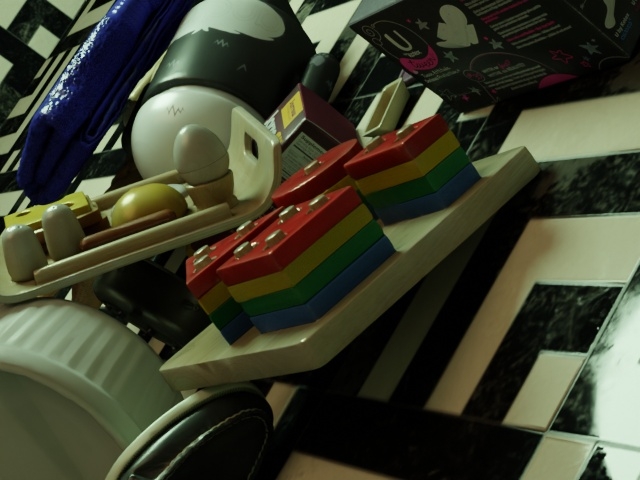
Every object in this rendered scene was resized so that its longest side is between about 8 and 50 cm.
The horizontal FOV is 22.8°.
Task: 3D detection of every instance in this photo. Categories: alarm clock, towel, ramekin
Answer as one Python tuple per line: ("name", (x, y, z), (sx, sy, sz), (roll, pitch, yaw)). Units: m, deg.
("alarm clock", (-0.164, 0.068, 1.613), (0.064, 0.129, 0.192), (-60, -8, -8))
("towel", (-0.234, -0.192, 1.829), (0.308, 0.076, 0.228), (-59, 2, -26))
("ramekin", (-0.240, 0.171, 1.414), (0.273, 0.273, 0.127), (-37, 14, 39))

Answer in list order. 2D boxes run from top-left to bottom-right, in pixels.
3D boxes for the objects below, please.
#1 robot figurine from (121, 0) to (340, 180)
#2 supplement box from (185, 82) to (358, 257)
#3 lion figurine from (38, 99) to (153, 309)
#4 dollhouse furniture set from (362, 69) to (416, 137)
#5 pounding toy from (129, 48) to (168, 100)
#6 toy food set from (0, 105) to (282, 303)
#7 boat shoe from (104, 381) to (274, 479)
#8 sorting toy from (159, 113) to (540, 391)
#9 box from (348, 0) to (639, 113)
("robot figurine", (-0.100, -0.154, 1.754), (0.209, 0.173, 0.278), (-49, 17, 50))
("supplement box", (-0.048, -0.051, 1.590), (0.188, 0.081, 0.104), (-48, 20, 16))
("lion figurine", (-0.237, -0.006, 1.811), (0.240, 0.142, 0.392), (-46, 13, 30))
("dollhouse furniture set", (0.063, -0.166, 1.527), (0.091, 0.081, 0.114), (-25, 35, 54))
("pounding toy", (-0.166, -0.218, 2.110), (0.181, 0.094, 0.206), (-43, 22, 27))
("toy food set", (-0.196, -0.048, 1.481), (0.306, 0.092, 0.220), (-19, 17, -9))
("boat shoe", (-0.138, 0.260, 1.243), (0.340, 0.127, 0.113), (-44, 43, -15))
("sorting toy", (0.000, 0.000, 1.259), (0.257, 0.089, 0.255), (-40, 12, -29))
("box", (0.163, -0.228, 1.314), (0.247, 0.142, 0.163), (-11, 46, 61))
